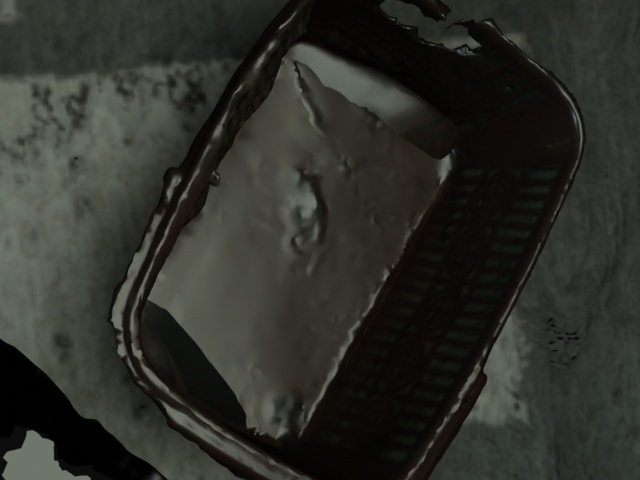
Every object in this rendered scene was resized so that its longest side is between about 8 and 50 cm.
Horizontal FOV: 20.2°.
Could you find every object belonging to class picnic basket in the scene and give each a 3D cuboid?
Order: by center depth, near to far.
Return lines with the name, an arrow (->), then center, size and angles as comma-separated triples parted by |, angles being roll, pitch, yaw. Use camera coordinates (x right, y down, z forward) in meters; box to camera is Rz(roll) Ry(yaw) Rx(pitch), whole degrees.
picnic basket -> 0.000, 0.000, 1.042 | 0.222, 0.129, 0.297 | 34, 74, -18

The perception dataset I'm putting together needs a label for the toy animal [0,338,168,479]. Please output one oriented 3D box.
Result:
toy animal -> -0.213, 0.178, 0.906 | 0.267, 0.212, 0.212 | -42, 105, -13
